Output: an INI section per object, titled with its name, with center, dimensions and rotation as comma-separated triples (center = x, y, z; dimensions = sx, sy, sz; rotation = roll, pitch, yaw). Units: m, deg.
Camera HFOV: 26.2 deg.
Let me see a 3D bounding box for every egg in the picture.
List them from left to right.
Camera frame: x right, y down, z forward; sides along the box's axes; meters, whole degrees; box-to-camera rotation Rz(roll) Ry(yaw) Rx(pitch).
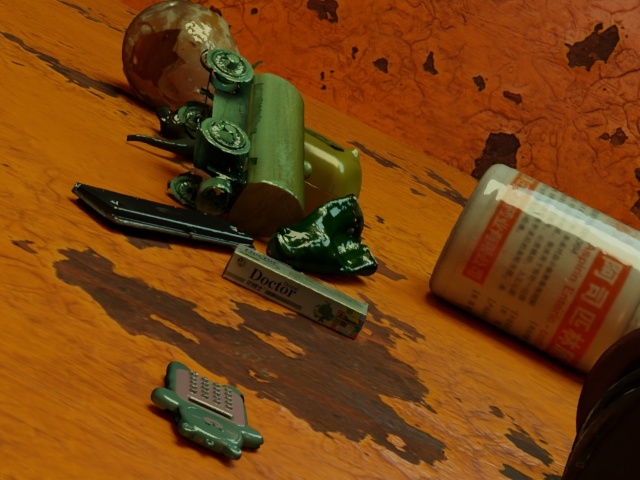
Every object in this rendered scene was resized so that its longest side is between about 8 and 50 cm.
[egg]
center = -0.237, -0.307, 2.287
dimensions = 0.195, 0.195, 0.233
rotation = 14, 21, -47

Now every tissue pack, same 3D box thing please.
[tissue pack]
center = -0.031, -0.100, 1.960
dimensions = 0.178, 0.127, 0.123
rotation = 29, 14, 18

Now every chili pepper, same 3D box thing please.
[chili pepper]
center = 0.003, -0.001, 1.717
dimensions = 0.216, 0.062, 0.108
rotation = -2, 71, -59

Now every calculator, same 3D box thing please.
[calculator]
center = -0.087, 0.131, 1.058
dimensions = 0.094, 0.019, 0.141
rotation = 26, 11, -12

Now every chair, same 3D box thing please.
[chair]
center = 0.330, 0.193, 1.202
dimensions = 0.226, 0.226, 0.401
rotation = 28, 10, 10

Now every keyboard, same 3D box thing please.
[keyboard]
center = -0.172, -0.022, 1.551
dimensions = 0.094, 0.025, 0.230
rotation = 33, 13, 39

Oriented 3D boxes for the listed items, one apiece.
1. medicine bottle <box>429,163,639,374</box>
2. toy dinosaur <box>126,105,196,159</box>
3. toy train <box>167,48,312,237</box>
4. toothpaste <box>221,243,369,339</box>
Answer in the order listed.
[medicine bottle]
center = 0.352, 0.064, 1.860
dimensions = 0.371, 0.211, 0.211
rotation = 28, 11, 9
[toy dinosaur]
center = -0.220, -0.144, 2.027
dimensions = 0.179, 0.087, 0.187
rotation = -21, 16, -23
[toy train]
center = -0.092, -0.133, 1.780
dimensions = 0.189, 0.126, 0.307
rotation = 13, 37, -11
[toothpaste]
center = -0.025, 0.055, 1.500
dimensions = 0.164, 0.034, 0.046
rotation = 26, 11, -2
